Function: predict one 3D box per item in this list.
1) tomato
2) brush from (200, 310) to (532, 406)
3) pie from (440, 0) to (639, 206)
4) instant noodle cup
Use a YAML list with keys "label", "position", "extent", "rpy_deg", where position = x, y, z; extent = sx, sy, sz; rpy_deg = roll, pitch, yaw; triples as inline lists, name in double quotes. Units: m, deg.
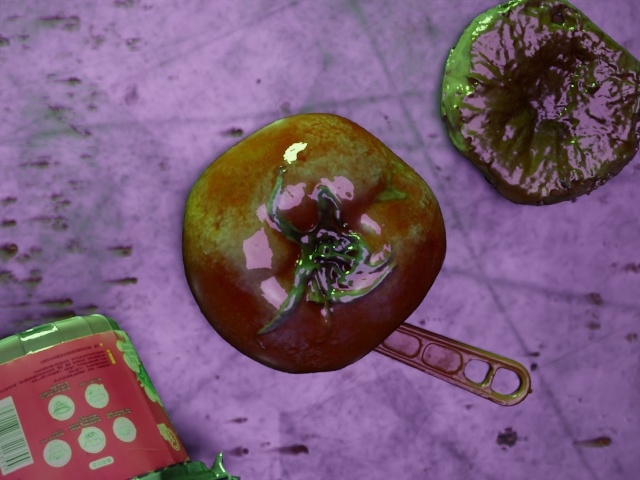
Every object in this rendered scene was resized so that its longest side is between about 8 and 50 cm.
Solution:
- label: "tomato"
  position: [0.000, 0.000, 1.606]
  extent: [0.237, 0.095, 0.236]
  rpy_deg: [1, 86, -12]
- label: "brush"
  position: [0.050, 0.082, 1.672]
  extent: [0.314, 0.017, 0.090]
  rpy_deg: [21, 92, -9]
- label: "pie"
  position: [0.200, -0.122, 1.667]
  extent: [0.195, 0.046, 0.195]
  rpy_deg: [0, 94, -7]
- label: "instant noodle cup"
  position: [-0.225, 0.172, 1.537]
  extent: [0.302, 0.258, 0.181]
  rpy_deg: [-13, 78, -46]
